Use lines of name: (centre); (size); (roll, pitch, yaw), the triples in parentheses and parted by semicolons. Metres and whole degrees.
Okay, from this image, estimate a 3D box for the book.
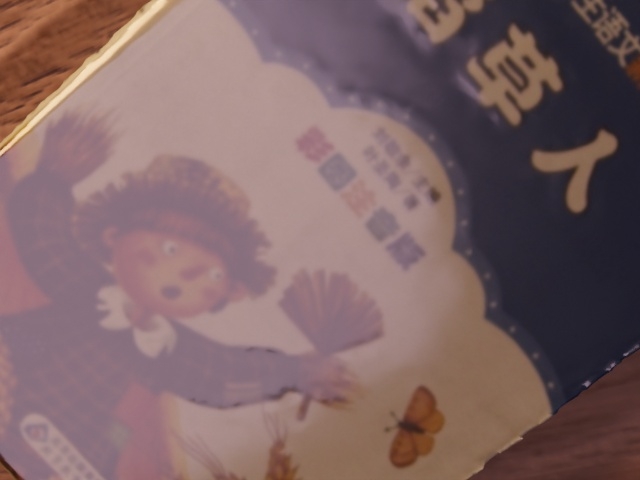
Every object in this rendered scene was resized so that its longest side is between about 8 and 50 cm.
book: (0.000, 0.000, 0.613); (0.428, 0.039, 0.300); (-40, 97, 10)
